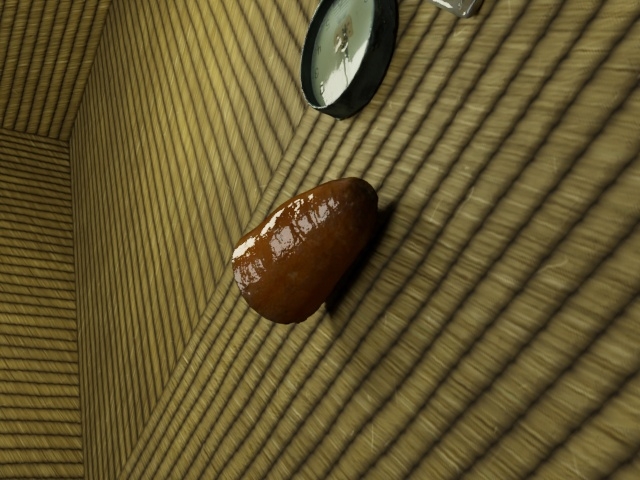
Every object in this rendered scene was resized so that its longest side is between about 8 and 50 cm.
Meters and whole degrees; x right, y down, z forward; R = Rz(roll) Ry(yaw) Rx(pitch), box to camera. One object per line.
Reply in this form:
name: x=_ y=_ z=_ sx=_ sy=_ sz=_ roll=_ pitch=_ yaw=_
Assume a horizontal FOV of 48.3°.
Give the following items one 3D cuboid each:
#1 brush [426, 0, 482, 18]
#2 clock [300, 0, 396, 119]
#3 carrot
brush: x=0.128 y=-0.376 z=0.994 sx=0.321 sy=0.050 sz=0.060 roll=47 pitch=119 yaw=46
clock: x=0.038 y=-0.307 z=1.121 sx=0.226 sy=0.049 sz=0.226 roll=-31 pitch=54 yaw=54
carrot: x=0.000 y=0.000 z=1.014 sx=0.225 sy=0.159 sz=0.159 roll=-40 pitch=47 yaw=34
